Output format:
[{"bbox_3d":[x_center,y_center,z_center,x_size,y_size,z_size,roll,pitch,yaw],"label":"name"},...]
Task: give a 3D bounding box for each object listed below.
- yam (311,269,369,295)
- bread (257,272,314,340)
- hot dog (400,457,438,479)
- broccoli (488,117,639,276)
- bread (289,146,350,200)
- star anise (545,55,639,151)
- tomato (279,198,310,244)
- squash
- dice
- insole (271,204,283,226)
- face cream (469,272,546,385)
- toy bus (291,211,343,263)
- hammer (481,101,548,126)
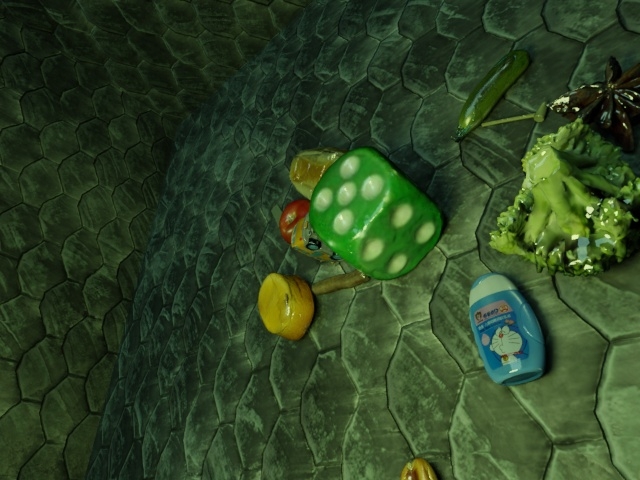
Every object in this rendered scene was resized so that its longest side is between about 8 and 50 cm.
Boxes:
[{"bbox_3d":[0.065,0.140,1.509,0.241,0.056,0.057,-22,51,41],"label":"yam"},{"bbox_3d":[-0.116,0.225,1.577,0.196,0.142,0.270,-61,35,16],"label":"bread"},{"bbox_3d":[0.247,0.607,0.982,0.100,0.067,0.250,-52,34,31],"label":"hot dog"},{"bbox_3d":[0.532,-0.100,0.948,0.293,0.280,0.348,10,83,52],"label":"broccoli"},{"bbox_3d":[0.047,-0.244,1.701,0.388,0.183,0.236,35,108,46],"label":"bread"},{"bbox_3d":[0.689,-0.334,1.067,0.283,0.129,0.212,-47,45,3],"label":"star anise"},{"bbox_3d":[-0.067,-0.064,1.719,0.195,0.136,0.195,-24,52,36],"label":"tomato"},{"bbox_3d":[0.505,-0.438,1.368,0.332,0.087,0.087,-53,38,10],"label":"squash"},{"bbox_3d":[0.163,-0.075,1.341,0.300,0.297,0.287,-49,42,13],"label":"dice"},{"bbox_3d":[-0.175,-0.100,1.964,0.063,0.010,0.192,-50,38,11],"label":"insole"},{"bbox_3d":[0.423,0.192,1.045,0.149,0.083,0.264,-30,46,28],"label":"face cream"},{"bbox_3d":[0.000,0.000,1.553,0.136,0.209,0.126,-25,49,49],"label":"toy bus"},{"bbox_3d":[0.557,-0.361,1.307,0.195,0.028,0.060,3,64,51],"label":"hammer"}]
